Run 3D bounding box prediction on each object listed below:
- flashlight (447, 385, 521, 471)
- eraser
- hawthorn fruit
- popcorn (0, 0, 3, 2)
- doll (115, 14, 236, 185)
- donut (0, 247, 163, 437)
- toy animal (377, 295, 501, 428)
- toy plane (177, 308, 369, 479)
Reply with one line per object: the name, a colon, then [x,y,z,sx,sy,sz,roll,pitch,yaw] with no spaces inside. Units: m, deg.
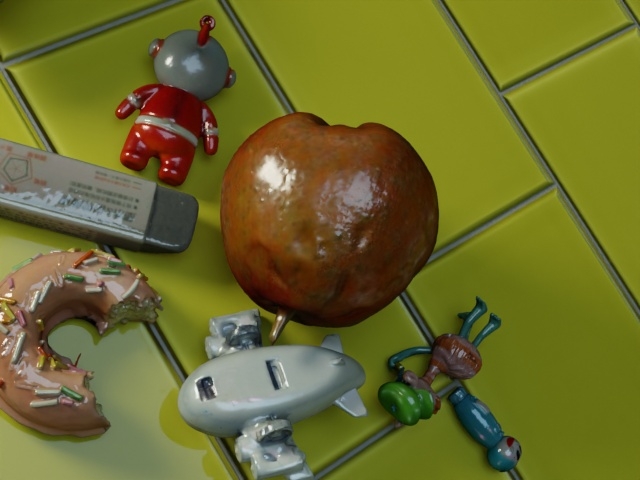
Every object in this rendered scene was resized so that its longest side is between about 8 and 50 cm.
flashlight: [0.220,0.256,1.346,0.051,0.051,0.129,-38,83,-27]
eraser: [-0.329,-0.059,1.240,0.352,0.061,0.089,16,66,-15]
hawthorn fruit: [0.000,0.000,1.234,0.277,0.277,0.298,25,67,-11]
popcorn: [-0.459,-0.444,1.203,0.274,0.279,0.335,2,44,23]
doll: [-0.188,-0.197,1.334,0.142,0.076,0.245,21,70,-14]
donut: [-0.304,0.107,1.179,0.199,0.085,0.232,24,64,-10]
toy animal: [0.153,0.160,1.334,0.103,0.100,0.208,30,60,30]
toy plane: [-0.057,0.187,1.231,0.245,0.117,0.244,7,54,-10]
